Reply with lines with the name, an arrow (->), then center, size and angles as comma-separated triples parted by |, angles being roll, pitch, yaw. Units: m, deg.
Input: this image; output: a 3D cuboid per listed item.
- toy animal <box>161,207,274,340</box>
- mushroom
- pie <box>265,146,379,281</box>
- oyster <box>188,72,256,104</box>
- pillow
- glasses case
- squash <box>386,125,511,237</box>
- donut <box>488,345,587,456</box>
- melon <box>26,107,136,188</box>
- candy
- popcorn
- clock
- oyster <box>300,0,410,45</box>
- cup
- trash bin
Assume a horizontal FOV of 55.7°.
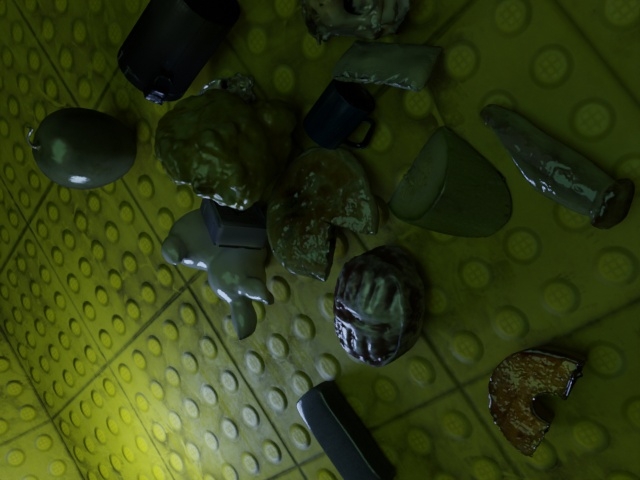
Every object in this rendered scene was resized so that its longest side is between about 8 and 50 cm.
toy animal -> -0.264, 0.081, 1.658 | 0.367, 0.241, 0.196 | 45, 127, 18
mushroom -> 0.438, -0.144, 1.162 | 0.333, 0.087, 0.107 | 40, 120, 25
pie -> -0.009, -0.075, 1.481 | 0.338, 0.075, 0.337 | -3, 84, 32
oyster -> -0.254, -0.404, 1.633 | 0.200, 0.061, 0.106 | 22, 98, 28
pillow -> 0.138, -0.379, 1.298 | 0.229, 0.128, 0.051 | 17, 155, 32
glasses case -> 0.064, 0.544, 1.661 | 0.323, 0.074, 0.131 | 54, 129, 11
squash -> 0.290, -0.094, 1.331 | 0.236, 0.155, 0.204 | -61, 30, 34
donut -> 0.445, 0.310, 1.285 | 0.152, 0.101, 0.258 | 32, 122, 26
melon -> -0.720, -0.279, 1.847 | 0.272, 0.308, 0.271 | -178, 90, -68
candy -> 0.133, 0.159, 1.438 | 0.214, 0.157, 0.289 | 19, 115, 36
popcorn -> -0.246, -0.241, 1.492 | 0.334, 0.293, 0.292 | 19, 95, 12
clock -> -0.231, -0.061, 1.609 | 0.193, 0.145, 0.073 | 59, 135, 47
oyster -> 0.069, -0.519, 1.288 | 0.271, 0.100, 0.275 | 31, 152, 19
cup -> 0.048, -0.279, 1.394 | 0.150, 0.113, 0.138 | 54, 130, 13
trash bin -> -0.369, -0.533, 1.573 | 0.301, 0.203, 0.251 | -39, 44, 37
